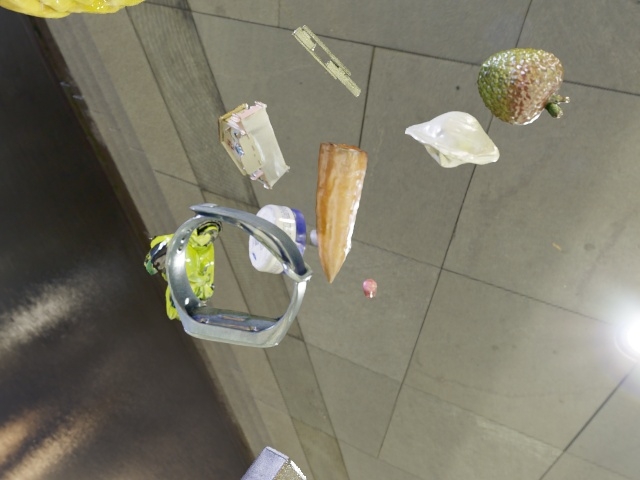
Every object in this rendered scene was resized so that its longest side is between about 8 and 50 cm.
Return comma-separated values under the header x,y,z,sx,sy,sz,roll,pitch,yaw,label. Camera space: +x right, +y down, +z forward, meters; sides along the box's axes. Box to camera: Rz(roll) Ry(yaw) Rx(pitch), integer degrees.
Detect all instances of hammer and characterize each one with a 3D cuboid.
x,y,z,sx,sy,sz,roll,pitch,yaw,label
0.143,0.138,1.243,0.043,0.043,0.083,19,160,16,hammer

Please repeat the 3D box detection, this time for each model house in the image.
x,y,z,sx,sy,sz,roll,pitch,yaw,label
-0.280,-0.368,1.603,0.244,0.169,0.326,38,159,38,model house

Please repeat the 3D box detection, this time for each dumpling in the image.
x,y,z,sx,sy,sz,roll,pitch,yaw,label
0.316,-0.241,1.053,0.215,0.166,0.126,50,140,10,dumpling

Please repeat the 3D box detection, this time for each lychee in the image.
x,y,z,sx,sy,sz,roll,pitch,yaw,label
0.318,-0.240,0.675,0.147,0.114,0.114,36,133,22,lychee

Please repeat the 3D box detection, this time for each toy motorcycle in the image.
x,y,z,sx,sy,sz,roll,pitch,yaw,label
-0.370,0.087,1.170,0.142,0.206,0.342,52,141,36,toy motorcycle

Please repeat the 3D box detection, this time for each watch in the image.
x,y,z,sx,sy,sz,roll,pitch,yaw,label
-0.116,0.050,0.609,0.207,0.068,0.192,8,101,12,watch

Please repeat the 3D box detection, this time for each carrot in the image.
x,y,z,sx,sy,sz,roll,pitch,yaw,label
0.025,-0.037,0.621,0.072,0.072,0.204,9,101,23,carrot

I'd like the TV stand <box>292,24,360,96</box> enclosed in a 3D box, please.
x,y,z,sx,sy,sz,roll,pitch,yaw,label
0.025,-0.510,1.228,0.249,0.036,0.042,40,114,-17,TV stand

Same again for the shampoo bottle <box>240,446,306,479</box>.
x,y,z,sx,sy,sz,roll,pitch,yaw,label
-0.132,0.492,0.743,0.080,0.246,0.079,-2,126,46,shampoo bottle

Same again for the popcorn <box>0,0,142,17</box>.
x,y,z,sx,sy,sz,roll,pitch,yaw,label
-0.379,-0.528,0.628,0.354,0.389,0.344,15,168,-18,popcorn

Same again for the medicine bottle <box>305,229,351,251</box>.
x,y,z,sx,sy,sz,roll,pitch,yaw,label
0.000,0.000,1.240,0.199,0.058,0.057,11,128,47,medicine bottle

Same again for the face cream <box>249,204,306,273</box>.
x,y,z,sx,sy,sz,roll,pitch,yaw,label
-0.136,-0.003,1.300,0.111,0.205,0.206,7,139,-29,face cream
